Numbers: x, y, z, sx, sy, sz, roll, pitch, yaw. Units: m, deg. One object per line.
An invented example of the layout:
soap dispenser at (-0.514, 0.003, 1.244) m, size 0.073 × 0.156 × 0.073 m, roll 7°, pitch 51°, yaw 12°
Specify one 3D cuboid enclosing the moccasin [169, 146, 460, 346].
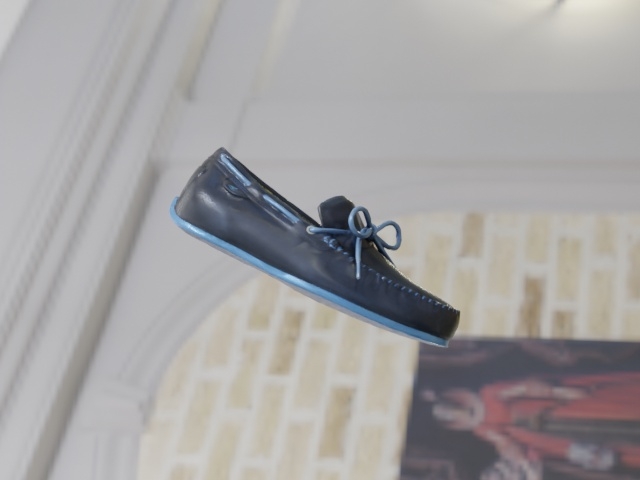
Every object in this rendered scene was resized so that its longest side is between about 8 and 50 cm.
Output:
moccasin at (0.000, 0.000, 1.555) m, size 0.117 × 0.342 × 0.138 m, roll -62°, pitch -12°, yaw -5°
